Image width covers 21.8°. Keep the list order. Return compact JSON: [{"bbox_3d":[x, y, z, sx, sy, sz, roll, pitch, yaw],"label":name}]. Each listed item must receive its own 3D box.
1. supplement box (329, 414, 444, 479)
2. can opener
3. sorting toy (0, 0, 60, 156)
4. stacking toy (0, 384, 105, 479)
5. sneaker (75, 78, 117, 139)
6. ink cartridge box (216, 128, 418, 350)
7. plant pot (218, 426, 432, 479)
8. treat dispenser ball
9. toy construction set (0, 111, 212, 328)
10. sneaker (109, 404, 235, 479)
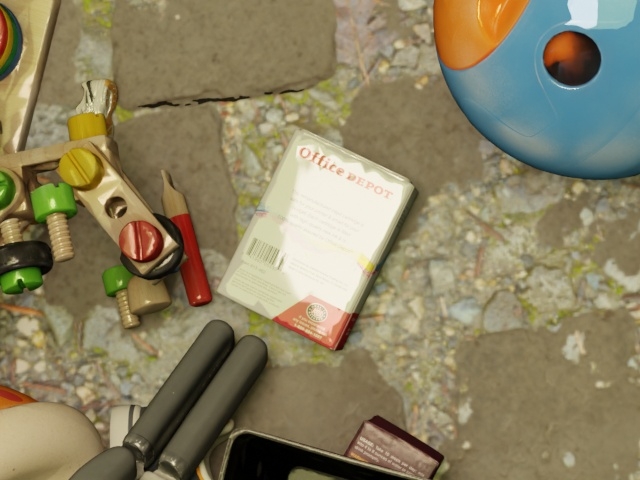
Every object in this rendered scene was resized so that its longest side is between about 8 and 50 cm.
[{"bbox_3d":[0.034,0.263,1.539,0.080,0.104,0.188,30,91,8],"label":"supplement box"},{"bbox_3d":[-0.139,0.179,1.482,0.074,0.093,0.280,26,53,16],"label":"can opener"},{"bbox_3d":[-0.417,-0.156,1.638,0.257,0.089,0.255,13,88,9],"label":"sorting toy"},{"bbox_3d":[-0.467,0.174,1.547,0.480,0.350,0.351,39,92,24],"label":"stacking toy"},{"bbox_3d":[-0.225,-0.119,1.642,0.037,0.032,0.083,6,82,22],"label":"sneaker"},{"bbox_3d":[0.000,0.000,1.577,0.127,0.072,0.175,27,90,9],"label":"ink cartridge box"},{"bbox_3d":[0.005,0.267,1.405,0.187,0.167,0.188,15,89,8],"label":"plant pot"},{"bbox_3d":[0.242,-0.196,1.449,0.288,0.288,0.288,-1,86,8],"label":"treat dispenser ball"},{"bbox_3d":[-0.240,-0.049,1.517,0.257,0.309,0.237,-24,73,31],"label":"toy construction set"},{"bbox_3d":[-0.128,0.306,1.528,0.127,0.126,0.321,-2,74,-2],"label":"sneaker"}]
